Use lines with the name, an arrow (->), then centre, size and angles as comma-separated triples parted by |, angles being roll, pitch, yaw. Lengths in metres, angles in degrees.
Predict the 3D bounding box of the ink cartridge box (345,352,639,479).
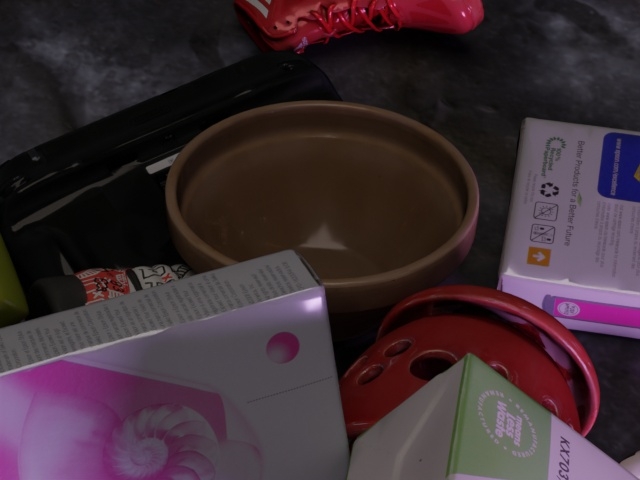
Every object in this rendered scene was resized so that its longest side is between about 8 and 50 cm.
ink cartridge box -> 0.174, 0.255, 1.183 | 0.353, 0.119, 0.207 | 37, 36, -17

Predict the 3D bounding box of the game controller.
game controller -> -0.112, -0.048, 1.618 | 0.319, 0.067, 0.166 | -25, 69, -18

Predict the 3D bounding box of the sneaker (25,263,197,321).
sneaker -> -0.107, 0.134, 1.437 | 0.145, 0.090, 0.270 | -9, 61, -30

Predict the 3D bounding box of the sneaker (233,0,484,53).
sneaker -> 0.025, -0.191, 1.725 | 0.221, 0.087, 0.128 | 16, 60, 28

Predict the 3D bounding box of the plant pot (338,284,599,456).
plant pot -> 0.093, 0.136, 1.372 | 0.191, 0.191, 0.174 | 16, 48, 13

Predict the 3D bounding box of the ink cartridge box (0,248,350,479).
ink cartridge box -> -0.137, 0.198, 1.239 | 0.330, 0.324, 0.071 | -16, 28, -13

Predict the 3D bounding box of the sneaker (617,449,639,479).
sneaker -> 0.265, 0.157, 1.448 | 0.109, 0.043, 0.040 | -17, 55, -12

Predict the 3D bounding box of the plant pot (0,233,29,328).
plant pot -> -0.343, 0.005, 1.408 | 0.227, 0.207, 0.228 | -24, 94, -18

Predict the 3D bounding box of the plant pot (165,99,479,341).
plant pot -> 0.000, 0.000, 1.511 | 0.237, 0.109, 0.237 | 1, 39, -1

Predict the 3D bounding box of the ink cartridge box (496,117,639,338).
ink cartridge box -> 0.332, 0.003, 1.561 | 0.371, 0.069, 0.175 | 6, 50, 9
